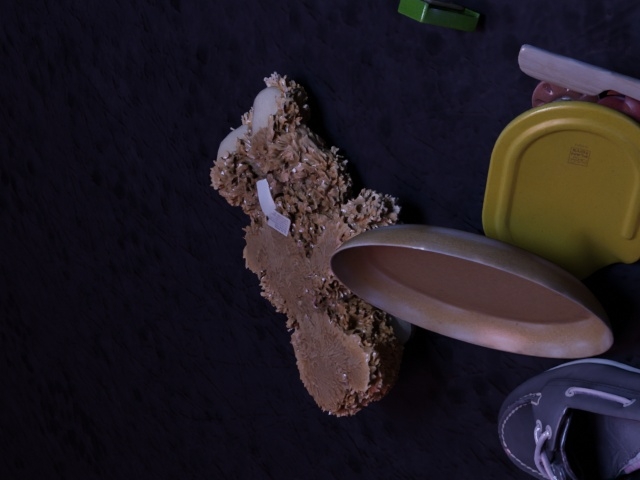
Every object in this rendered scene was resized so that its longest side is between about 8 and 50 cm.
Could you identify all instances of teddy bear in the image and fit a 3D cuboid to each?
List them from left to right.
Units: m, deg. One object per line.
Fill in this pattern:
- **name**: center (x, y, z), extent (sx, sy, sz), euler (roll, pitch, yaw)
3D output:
- **teddy bear**: center (0.000, 0.000, 1.195), extent (0.338, 0.113, 0.245), euler (55, 138, 27)

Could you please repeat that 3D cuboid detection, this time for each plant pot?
- **plant pot**: center (0.124, 0.039, 0.986), extent (0.236, 0.032, 0.236), euler (18, 163, 6)

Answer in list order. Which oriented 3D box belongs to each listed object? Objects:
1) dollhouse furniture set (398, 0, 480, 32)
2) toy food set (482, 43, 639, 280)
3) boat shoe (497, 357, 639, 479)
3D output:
- **dollhouse furniture set**: center (0.113, -0.242, 0.948), extent (0.076, 0.059, 0.151), euler (35, 117, 47)
- **toy food set**: center (0.196, -0.064, 0.914), extent (0.128, 0.071, 0.217), euler (13, 135, 9)
- **boat shoe**: center (0.242, 0.161, 0.960), extent (0.335, 0.096, 0.112), euler (-9, 103, 54)
